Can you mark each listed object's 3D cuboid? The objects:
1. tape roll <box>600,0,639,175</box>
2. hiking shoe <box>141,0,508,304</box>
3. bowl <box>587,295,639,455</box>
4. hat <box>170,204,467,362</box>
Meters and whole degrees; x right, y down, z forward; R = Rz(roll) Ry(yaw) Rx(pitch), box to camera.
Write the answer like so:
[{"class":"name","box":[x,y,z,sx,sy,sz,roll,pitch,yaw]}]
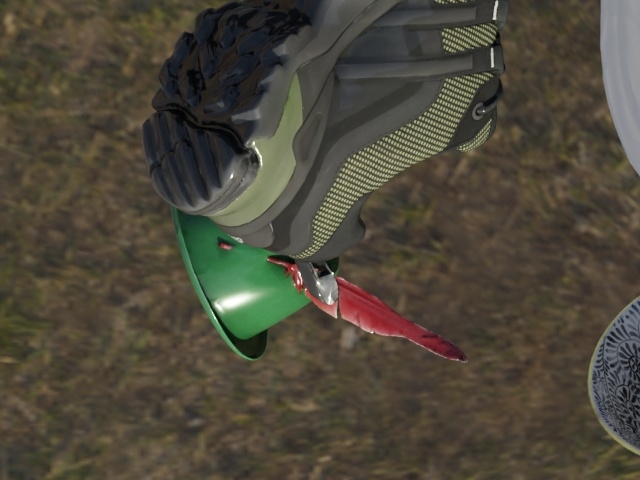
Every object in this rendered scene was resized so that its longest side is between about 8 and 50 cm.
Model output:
[{"class":"tape roll","box":[0.274,-0.138,0.941,0.286,0.100,0.286,-18,69,60]},{"class":"hiking shoe","box":[0.031,-0.090,0.652,0.227,0.114,0.086,-54,45,-2]},{"class":"bowl","box":[0.261,0.099,1.103,0.170,0.080,0.170,-16,39,14]},{"class":"hat","box":[0.000,0.000,1.474,0.183,0.173,0.208,-18,121,16]}]
